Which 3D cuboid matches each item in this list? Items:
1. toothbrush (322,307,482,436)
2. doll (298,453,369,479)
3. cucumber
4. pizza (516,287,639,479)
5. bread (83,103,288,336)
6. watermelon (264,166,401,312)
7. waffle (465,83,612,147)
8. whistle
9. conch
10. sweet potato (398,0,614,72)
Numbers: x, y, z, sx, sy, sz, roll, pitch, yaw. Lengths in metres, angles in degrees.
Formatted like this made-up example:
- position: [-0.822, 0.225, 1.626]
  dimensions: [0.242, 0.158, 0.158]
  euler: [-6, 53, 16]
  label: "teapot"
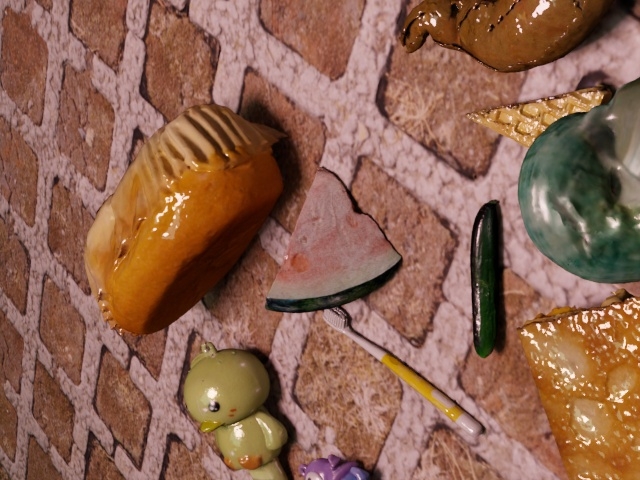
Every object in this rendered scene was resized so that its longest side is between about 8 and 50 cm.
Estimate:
- position: [0.100, 0.162, 1.240]
  dimensions: [0.288, 0.021, 0.024]
  euler: [36, 137, 37]
  label: "toothbrush"
- position: [0.049, 0.355, 1.336]
  dimensions: [0.206, 0.067, 0.109]
  euler: [15, 123, 35]
  label: "doll"
- position: [0.186, 0.045, 1.090]
  dimensions: [0.036, 0.033, 0.184]
  euler: [-156, 60, -64]
  label: "cucumber"
- position: [0.340, 0.170, 0.909]
  dimensions: [0.258, 0.087, 0.268]
  euler: [-17, 90, 47]
  label: "pizza"
- position: [-0.201, -0.012, 1.370]
  dimensions: [0.183, 0.236, 0.388]
  euler: [55, 137, 24]
  label: "bread"
- position: [0.012, 0.021, 1.283]
  dimensions: [0.202, 0.136, 0.207]
  euler: [-64, 12, -7]
  label: "watermelon"
- position: [0.221, -0.140, 0.990]
  dimensions: [0.153, 0.023, 0.097]
  euler: [36, 127, 37]
  label: "waffle"
- position: [-0.124, 0.292, 1.464]
  dimensions: [0.141, 0.141, 0.294]
  euler: [-14, 93, 51]
  label: "whistle"
- position: [0.273, -0.056, 0.872]
  dimensions: [0.202, 0.134, 0.196]
  euler: [20, 87, 40]
  label: "conch"
- position: [0.204, -0.228, 0.927]
  dimensions: [0.310, 0.098, 0.124]
  euler: [-23, 77, 48]
  label: "sweet potato"
